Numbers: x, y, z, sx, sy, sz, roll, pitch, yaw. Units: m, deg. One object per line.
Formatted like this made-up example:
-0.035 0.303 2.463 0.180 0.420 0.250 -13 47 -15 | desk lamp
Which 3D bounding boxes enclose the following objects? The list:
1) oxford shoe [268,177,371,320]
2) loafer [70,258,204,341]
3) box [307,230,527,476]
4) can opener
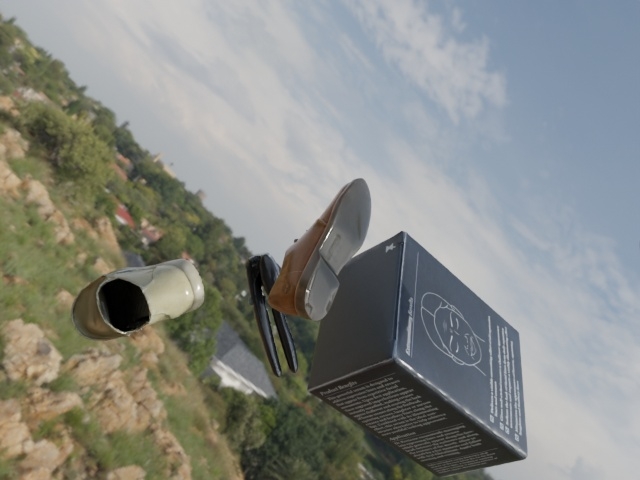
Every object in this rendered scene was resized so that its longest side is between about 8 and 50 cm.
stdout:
0.000 0.000 0.751 0.076 0.212 0.076 2 -44 36 | oxford shoe
-0.284 0.087 0.883 0.092 0.269 0.101 -16 87 -54 | loafer
0.202 0.233 1.216 0.395 0.212 0.293 40 41 -26 | box
-0.074 0.110 0.915 0.073 0.059 0.186 -25 106 -82 | can opener
